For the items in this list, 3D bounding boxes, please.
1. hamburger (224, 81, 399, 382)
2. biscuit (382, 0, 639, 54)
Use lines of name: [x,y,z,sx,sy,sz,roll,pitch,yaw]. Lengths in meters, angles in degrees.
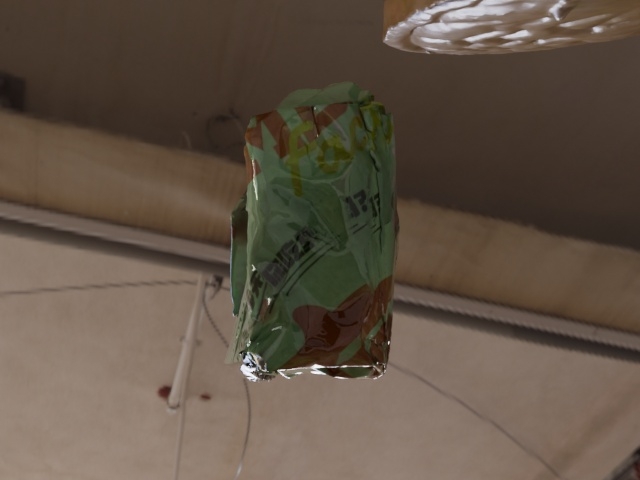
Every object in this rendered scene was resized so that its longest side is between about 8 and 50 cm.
hamburger: [-0.001,0.000,0.703,0.125,0.235,0.214,9,-101,5]
biscuit: [0.228,-0.192,0.767,0.365,0.062,0.385,-7,-175,11]
